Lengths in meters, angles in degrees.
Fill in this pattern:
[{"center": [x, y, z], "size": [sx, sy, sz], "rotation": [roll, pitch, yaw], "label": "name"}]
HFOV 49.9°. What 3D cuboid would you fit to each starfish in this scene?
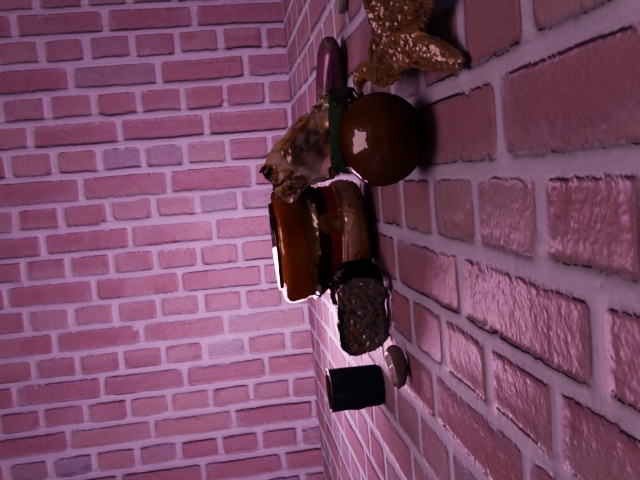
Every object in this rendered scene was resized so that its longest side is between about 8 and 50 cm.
[{"center": [0.103, -0.386, 1.105], "size": [0.432, 0.082, 0.324], "rotation": [-136, 29, -70], "label": "starfish"}]

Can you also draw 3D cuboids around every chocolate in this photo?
[{"center": [0.116, -0.182, 1.206], "size": [0.177, 0.176, 0.177], "rotation": [174, 90, -83], "label": "chocolate"}]

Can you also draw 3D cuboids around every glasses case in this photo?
[{"center": [0.027, -0.411, 1.940], "size": [0.123, 0.075, 0.317], "rotation": [-107, 13, -55], "label": "glasses case"}]

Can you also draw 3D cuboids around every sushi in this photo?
[{"center": [0.092, 0.163, 1.648], "size": [0.126, 0.136, 0.225], "rotation": [-98, 4, -56], "label": "sushi"}]

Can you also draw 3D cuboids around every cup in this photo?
[{"center": [0.088, 0.390, 1.822], "size": [0.150, 0.138, 0.114], "rotation": [110, 154, -73], "label": "cup"}]

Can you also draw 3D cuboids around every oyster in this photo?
[{"center": [-0.002, -0.227, 1.710], "size": [0.201, 0.355, 0.107], "rotation": [29, 167, 41], "label": "oyster"}]

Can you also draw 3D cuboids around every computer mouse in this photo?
[{"center": [0.170, 0.274, 1.503], "size": [0.066, 0.039, 0.096], "rotation": [104, 152, -70], "label": "computer mouse"}]

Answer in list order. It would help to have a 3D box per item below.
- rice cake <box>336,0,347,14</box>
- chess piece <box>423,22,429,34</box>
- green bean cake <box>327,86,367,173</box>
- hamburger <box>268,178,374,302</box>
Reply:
[{"center": [0.057, -0.646, 1.720], "size": [0.171, 0.029, 0.033], "rotation": [93, 172, -52], "label": "rice cake"}, {"center": [0.163, -0.352, 1.121], "size": [0.035, 0.035, 0.092], "rotation": [-113, 15, -67], "label": "chess piece"}, {"center": [0.083, -0.247, 1.524], "size": [0.208, 0.107, 0.194], "rotation": [-136, 43, -77], "label": "green bean cake"}, {"center": [0.000, 0.000, 1.792], "size": [0.330, 0.250, 0.330], "rotation": [172, 90, -85], "label": "hamburger"}]
